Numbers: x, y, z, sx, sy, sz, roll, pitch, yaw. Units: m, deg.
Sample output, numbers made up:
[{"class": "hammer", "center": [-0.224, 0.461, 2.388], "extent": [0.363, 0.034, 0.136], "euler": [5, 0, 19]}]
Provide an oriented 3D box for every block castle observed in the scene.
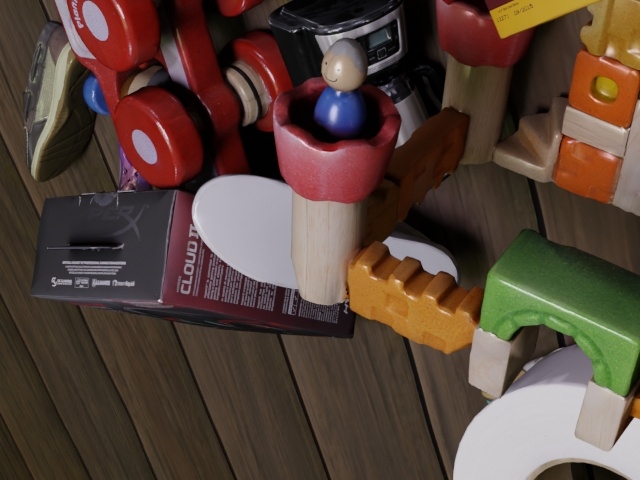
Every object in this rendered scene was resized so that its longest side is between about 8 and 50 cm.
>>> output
[{"class": "block castle", "center": [0.223, -0.033, 0.778], "extent": [0.453, 0.303, 0.213], "euler": [26, 136, 25]}]

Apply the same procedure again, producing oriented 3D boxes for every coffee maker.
[{"class": "coffee maker", "center": [0.023, -0.134, 1.030], "extent": [0.171, 0.120, 0.178], "euler": [7, 126, 41]}]

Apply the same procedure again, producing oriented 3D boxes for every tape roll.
[{"class": "tape roll", "center": [0.259, 0.234, 1.004], "extent": [0.286, 0.100, 0.286], "euler": [17, 120, 33]}]

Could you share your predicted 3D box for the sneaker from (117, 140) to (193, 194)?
[{"class": "sneaker", "center": [-0.199, -0.056, 1.320], "extent": [0.095, 0.104, 0.236], "euler": [22, 134, 31]}]

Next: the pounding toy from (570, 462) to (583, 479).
[{"class": "pounding toy", "center": [0.318, 0.296, 1.129], "extent": [0.237, 0.110, 0.183], "euler": [21, 122, 32]}]

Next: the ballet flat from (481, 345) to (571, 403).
[{"class": "ballet flat", "center": [0.258, 0.133, 1.088], "extent": [0.232, 0.080, 0.073], "euler": [5, 97, 38]}]

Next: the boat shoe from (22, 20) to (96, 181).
[{"class": "boat shoe", "center": [-0.312, -0.164, 1.362], "extent": [0.073, 0.080, 0.223], "euler": [43, 137, 15]}]

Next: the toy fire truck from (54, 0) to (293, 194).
[{"class": "toy fire truck", "center": [-0.169, -0.191, 1.136], "extent": [0.254, 0.169, 0.302], "euler": [19, 134, 47]}]

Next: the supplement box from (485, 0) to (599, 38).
[{"class": "supplement box", "center": [0.173, -0.254, 0.680], "extent": [0.194, 0.191, 0.129], "euler": [65, 163, -7]}]

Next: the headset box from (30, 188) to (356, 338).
[{"class": "headset box", "center": [-0.134, 0.026, 1.182], "extent": [0.218, 0.293, 0.110], "euler": [-1, 79, 43]}]

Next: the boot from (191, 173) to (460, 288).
[{"class": "boot", "center": [0.000, 0.000, 1.098], "extent": [0.258, 0.095, 0.123], "euler": [21, -173, -11]}]
